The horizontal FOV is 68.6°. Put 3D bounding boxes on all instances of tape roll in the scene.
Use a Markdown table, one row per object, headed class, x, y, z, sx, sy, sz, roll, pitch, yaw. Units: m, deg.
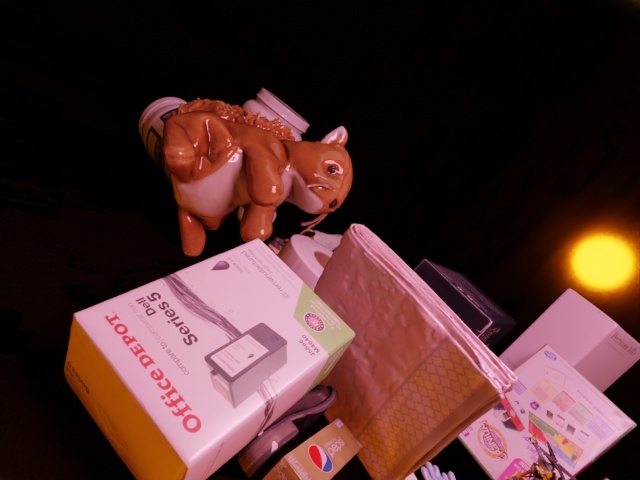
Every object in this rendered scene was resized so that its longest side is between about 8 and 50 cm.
| class | x | y | z | sx | sy | sz | roll | pitch | yaw |
| --- | --- | --- | --- | --- | --- | --- | --- | --- | --- |
| tape roll | -0.015 | 0.126 | 1.007 | 0.246 | 0.169 | 0.246 | 37 | 14 | -11 |

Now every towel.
| class | x | y | z | sx | sy | sz | roll | pitch | yaw |
| --- | --- | --- | --- | --- | --- | --- | --- | --- | --- |
| towel | 0.081 | 0.193 | 0.737 | 0.053 | 0.331 | 0.317 | -14 | 53 | -45 |

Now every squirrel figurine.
| class | x | y | z | sx | sy | sz | roll | pitch | yaw |
| --- | --- | --- | --- | --- | --- | --- | --- | --- | --- |
| squirrel figurine | -0.128 | -0.180 | 1.020 | 0.371 | 0.281 | 0.397 | -7 | 42 | -12 |

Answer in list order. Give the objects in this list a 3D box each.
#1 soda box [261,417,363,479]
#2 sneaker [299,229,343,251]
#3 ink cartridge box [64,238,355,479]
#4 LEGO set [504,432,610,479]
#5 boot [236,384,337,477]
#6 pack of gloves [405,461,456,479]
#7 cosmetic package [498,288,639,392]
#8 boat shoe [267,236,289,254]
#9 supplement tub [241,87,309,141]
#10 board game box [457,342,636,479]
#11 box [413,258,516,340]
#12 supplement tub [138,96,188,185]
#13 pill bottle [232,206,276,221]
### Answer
| class | x | y | z | sx | sy | sz | roll | pitch | yaw |
| --- | --- | --- | --- | --- | --- | --- | --- | --- | --- |
| soda box | -0.008 | 0.308 | 0.643 | 0.058 | 0.061 | 0.181 | 45 | 14 | 21 |
| sneaker | 0.000 | 0.000 | 1.615 | 0.123 | 0.106 | 0.290 | 43 | 15 | 7 |
| ink cartridge box | -0.122 | 0.135 | 0.566 | 0.198 | 0.114 | 0.273 | 43 | 39 | 18 |
| LEGO set | 0.478 | 0.531 | 0.832 | 0.331 | 0.192 | 0.255 | 41 | 27 | -12 |
| boot | -0.105 | 0.196 | 0.692 | 0.229 | 0.091 | 0.263 | 44 | 16 | 18 |
| pack of gloves | 0.226 | 0.466 | 0.799 | 0.195 | 0.046 | 0.232 | 30 | 16 | -40 |
| cosmetic package | 0.620 | 0.376 | 1.284 | 0.230 | 0.453 | 0.161 | 30 | 16 | -33 |
| boat shoe | -0.097 | 0.022 | 1.397 | 0.056 | 0.049 | 0.152 | 45 | 13 | 23 |
| supplement tub | -0.217 | -0.334 | 1.638 | 0.241 | 0.331 | 0.241 | 37 | 13 | -10 |
| board game box | 0.493 | 0.426 | 1.075 | 0.242 | 0.317 | 0.064 | 51 | -6 | 39 |
| box | 0.305 | 0.242 | 1.226 | 0.212 | 0.293 | 0.395 | 47 | 15 | 27 |
| supplement tub | -0.357 | -0.249 | 1.274 | 0.272 | 0.191 | 0.191 | 47 | 15 | 29 |
| pill bottle | -0.222 | -0.119 | 1.397 | 0.193 | 0.108 | 0.108 | 44 | 14 | 22 |
